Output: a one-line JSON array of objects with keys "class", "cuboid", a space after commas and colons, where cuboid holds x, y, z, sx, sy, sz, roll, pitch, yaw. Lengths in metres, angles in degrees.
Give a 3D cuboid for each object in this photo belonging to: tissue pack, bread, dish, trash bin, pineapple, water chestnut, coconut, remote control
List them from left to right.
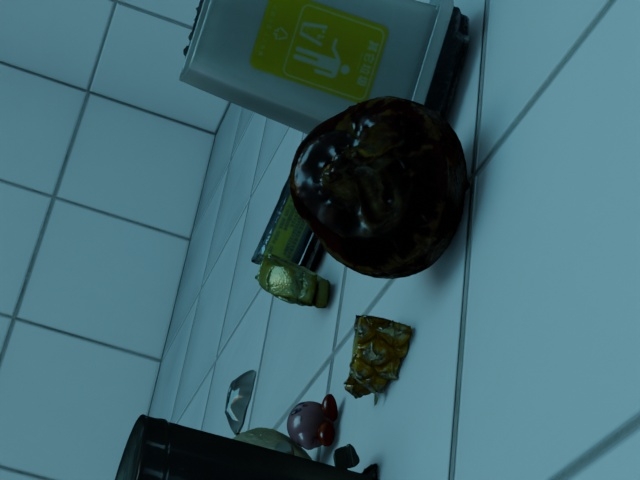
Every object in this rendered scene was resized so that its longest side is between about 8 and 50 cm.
[{"class": "dish", "cuboid": [-0.169, 0.320, 2.454, 0.091, 0.039, 0.137, 128, 158, -58]}, {"class": "trash bin", "cuboid": [-0.096, 0.343, 1.462, 0.203, 0.301, 0.252, 143, 141, -69]}, {"class": "coconut", "cuboid": [-0.078, 0.349, 1.763, 0.147, 0.147, 0.152, -88, 17, -53]}, {"class": "bread", "cuboid": [-0.045, 0.073, 2.060, 0.156, 0.117, 0.064, -145, 74, -78]}, {"class": "tissue pack", "cuboid": [-0.037, -0.067, 2.249, 0.185, 0.081, 0.257, 138, 156, -81]}, {"class": "trash bin", "cuboid": [-0.005, -0.258, 1.756, 0.296, 0.368, 0.256, -173, 100, -79]}, {"class": "remote control", "cuboid": [0.000, 0.000, 2.189, 0.059, 0.028, 0.212, -82, 15, -54]}, {"class": "pineapple", "cuboid": [0.064, 0.140, 1.589, 0.116, 0.069, 0.137, -90, 20, -54]}, {"class": "water chestnut", "cuboid": [0.067, -0.066, 1.501, 0.238, 0.224, 0.223, 2, -72, -68]}]

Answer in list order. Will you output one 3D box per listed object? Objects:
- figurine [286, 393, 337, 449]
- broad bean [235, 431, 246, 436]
[{"class": "figurine", "cuboid": [-0.014, 0.267, 1.759, 0.083, 0.071, 0.067, -74, -33, -47]}, {"class": "broad bean", "cuboid": [-0.132, 0.394, 2.130, 0.048, 0.070, 0.213, -60, -8, -38]}]
